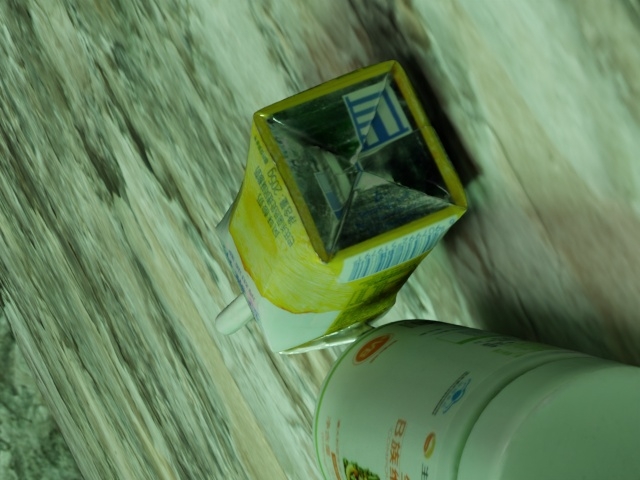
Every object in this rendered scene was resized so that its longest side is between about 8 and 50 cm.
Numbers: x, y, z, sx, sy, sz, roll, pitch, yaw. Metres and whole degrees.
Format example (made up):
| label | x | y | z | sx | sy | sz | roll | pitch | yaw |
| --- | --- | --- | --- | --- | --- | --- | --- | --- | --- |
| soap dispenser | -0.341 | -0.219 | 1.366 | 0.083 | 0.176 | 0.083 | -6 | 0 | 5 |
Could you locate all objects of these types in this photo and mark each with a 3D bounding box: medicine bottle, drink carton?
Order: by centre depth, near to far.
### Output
| label | x | y | z | sx | sy | sz | roll | pitch | yaw |
| --- | --- | --- | --- | --- | --- | --- | --- | --- | --- |
| medicine bottle | 0.062 | 0.076 | 0.650 | 0.086 | 0.086 | 0.183 | 67 | 165 | -9 |
| drink carton | 0.000 | 0.000 | 0.760 | 0.084 | 0.075 | 0.200 | 63 | 166 | 10 |
